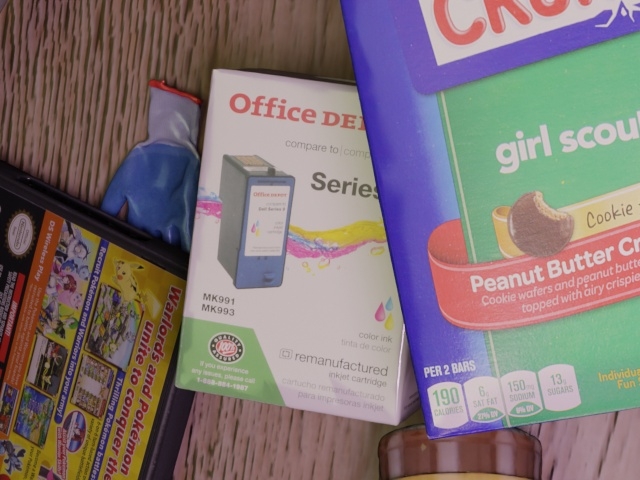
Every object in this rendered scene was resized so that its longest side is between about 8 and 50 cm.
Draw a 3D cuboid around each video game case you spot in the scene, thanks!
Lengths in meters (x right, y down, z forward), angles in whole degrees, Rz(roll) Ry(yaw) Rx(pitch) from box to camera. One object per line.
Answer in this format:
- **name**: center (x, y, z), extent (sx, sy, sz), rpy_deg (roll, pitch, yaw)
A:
- **video game case**: center (-0.206, 0.101, 1.309), extent (0.248, 0.035, 0.275), rpy_deg (25, 110, 27)

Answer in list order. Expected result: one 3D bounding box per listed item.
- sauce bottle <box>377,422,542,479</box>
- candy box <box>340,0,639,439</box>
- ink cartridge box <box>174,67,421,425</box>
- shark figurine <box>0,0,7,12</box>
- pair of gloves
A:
- **sauce bottle**: center (0.088, 0.285, 1.067), extent (0.111, 0.111, 0.344), rpy_deg (-12, 68, 29)
- **candy box**: center (0.167, -0.069, 0.998), extent (0.268, 0.122, 0.317), rpy_deg (-11, 90, 16)
- **ink cartridge box**: center (0.000, 0.000, 1.152), extent (0.154, 0.093, 0.212), rpy_deg (10, 95, 14)
- **shark figurine**: center (-0.220, -0.205, 1.286), extent (0.166, 0.116, 0.278), rpy_deg (18, 94, 62)
- **pair of gloves**: center (-0.072, -0.022, 1.249), extent (0.198, 0.023, 0.159), rpy_deg (18, 101, 28)
